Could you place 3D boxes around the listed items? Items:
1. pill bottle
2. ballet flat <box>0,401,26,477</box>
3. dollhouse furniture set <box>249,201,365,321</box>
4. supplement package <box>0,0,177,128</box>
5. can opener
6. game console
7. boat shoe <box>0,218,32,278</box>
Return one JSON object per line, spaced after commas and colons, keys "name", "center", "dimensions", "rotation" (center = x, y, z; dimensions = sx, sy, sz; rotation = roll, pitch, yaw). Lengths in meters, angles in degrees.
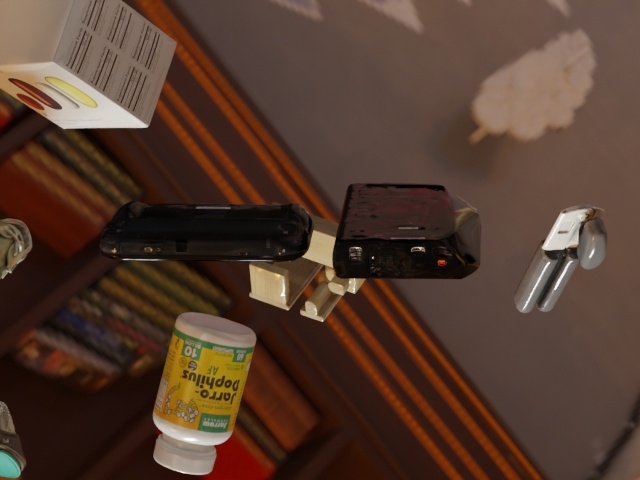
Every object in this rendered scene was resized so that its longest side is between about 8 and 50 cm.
{"name": "pill bottle", "center": [-0.170, 0.216, 1.939], "dimensions": [0.117, 0.117, 0.208], "rotation": [-94, -161, -83]}
{"name": "ballet flat", "center": [-0.495, 0.271, 1.991], "dimensions": [0.095, 0.096, 0.280], "rotation": [2, 160, 14]}
{"name": "dollhouse furniture set", "center": [0.000, 0.000, 1.709], "dimensions": [0.123, 0.144, 0.151], "rotation": [-52, 151, -40]}
{"name": "supplement package", "center": [-0.365, -0.274, 2.039], "dimensions": [0.194, 0.203, 0.149], "rotation": [2, -112, 39]}
{"name": "can opener", "center": [0.388, 0.045, 2.218], "dimensions": [0.076, 0.095, 0.283], "rotation": [-2, 144, -14]}
{"name": "game console", "center": [-0.027, -0.012, 1.328], "dimensions": [0.361, 0.044, 0.213], "rotation": [1, -164, 5]}
{"name": "boat shoe", "center": [-0.505, 0.006, 2.113], "dimensions": [0.094, 0.109, 0.302], "rotation": [-22, -170, -4]}
